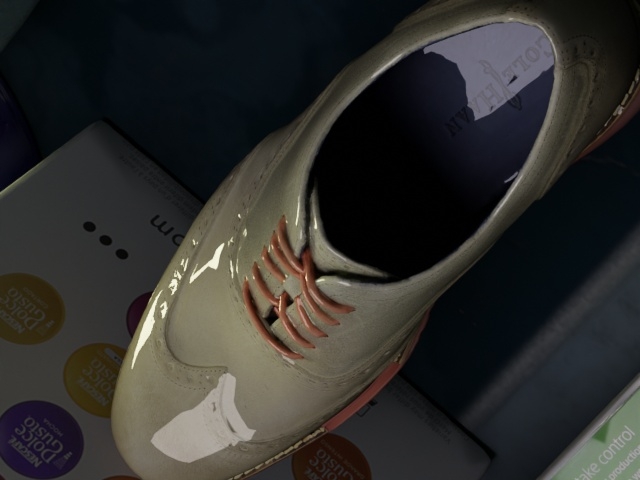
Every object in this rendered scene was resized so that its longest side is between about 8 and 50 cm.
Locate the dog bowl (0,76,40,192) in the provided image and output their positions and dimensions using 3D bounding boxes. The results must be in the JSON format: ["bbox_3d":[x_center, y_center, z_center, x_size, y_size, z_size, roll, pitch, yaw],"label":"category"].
[{"bbox_3d":[-0.321,-0.055,1.305,0.265,0.104,0.265,23,135,26],"label":"dog bowl"}]

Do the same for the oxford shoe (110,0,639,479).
[{"bbox_3d":[0.000,0.000,0.935,0.140,0.146,0.397,44,118,7],"label":"oxford shoe"}]

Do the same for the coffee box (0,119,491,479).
[{"bbox_3d":[-0.161,0.207,1.196,0.337,0.334,0.338,40,140,9],"label":"coffee box"}]

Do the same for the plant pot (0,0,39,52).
[{"bbox_3d":[-0.314,-0.157,1.054,0.247,0.248,0.252,40,123,9],"label":"plant pot"}]

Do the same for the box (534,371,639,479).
[{"bbox_3d":[0.241,0.232,1.024,0.322,0.058,0.232,42,120,5],"label":"box"}]
